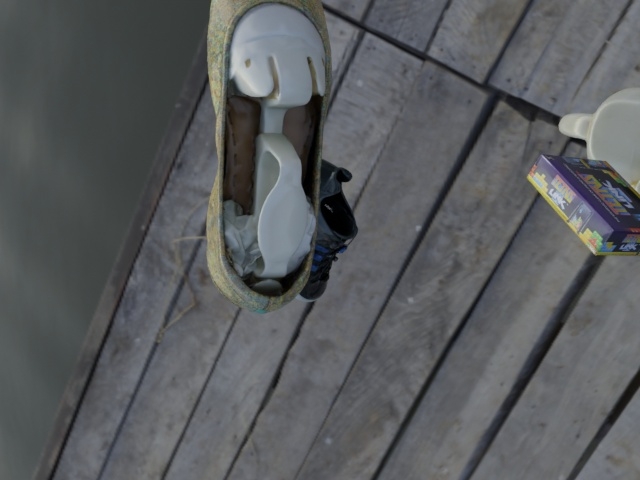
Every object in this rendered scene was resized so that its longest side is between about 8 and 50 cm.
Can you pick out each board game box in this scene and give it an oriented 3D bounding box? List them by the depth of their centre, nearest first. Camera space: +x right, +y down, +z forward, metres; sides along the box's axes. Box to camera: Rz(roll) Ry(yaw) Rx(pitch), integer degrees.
[{"bbox_3d":[0.399,-0.051,1.089,0.170,0.141,0.048,60,136,40],"label":"board game box"}]

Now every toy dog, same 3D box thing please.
[{"bbox_3d":[0.719,-0.168,1.560,0.396,0.408,0.284,3,91,36],"label":"toy dog"}]

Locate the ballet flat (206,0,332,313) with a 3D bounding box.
[{"bbox_3d":[-0.042,-0.100,0.695,0.123,0.123,0.348,12,102,34],"label":"ballet flat"}]

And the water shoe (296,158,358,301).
[{"bbox_3d":[0.000,0.000,0.887,0.080,0.073,0.203,17,133,26],"label":"water shoe"}]
